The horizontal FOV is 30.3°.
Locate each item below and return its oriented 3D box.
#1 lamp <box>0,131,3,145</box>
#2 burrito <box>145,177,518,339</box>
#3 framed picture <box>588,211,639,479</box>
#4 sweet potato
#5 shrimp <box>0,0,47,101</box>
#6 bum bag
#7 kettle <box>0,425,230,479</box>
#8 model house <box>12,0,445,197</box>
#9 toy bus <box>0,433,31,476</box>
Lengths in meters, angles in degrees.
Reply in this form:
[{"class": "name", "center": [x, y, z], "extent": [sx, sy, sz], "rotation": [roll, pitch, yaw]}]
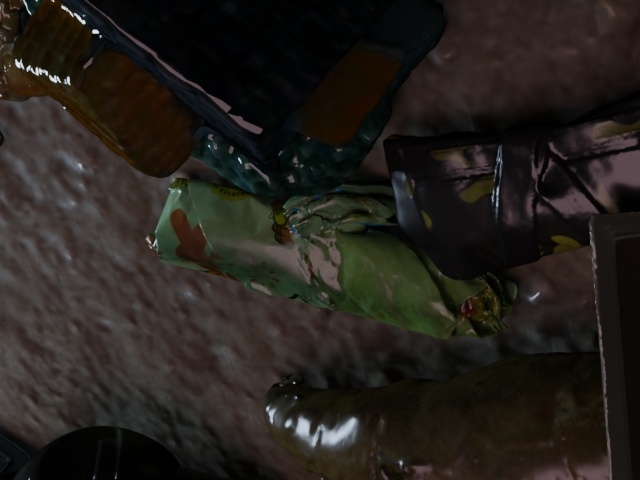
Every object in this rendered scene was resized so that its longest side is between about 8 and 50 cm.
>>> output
[{"class": "lamp", "center": [-0.311, -0.071, 0.982], "extent": [0.054, 0.041, 0.121], "rotation": [44, 135, -15]}, {"class": "burrito", "center": [0.000, 0.000, 0.840], "extent": [0.288, 0.054, 0.104], "rotation": [16, 125, 22]}, {"class": "framed picture", "center": [0.259, 0.099, 0.677], "extent": [0.197, 0.014, 0.252], "rotation": [-6, 97, 2]}, {"class": "sweet potato", "center": [0.118, 0.137, 0.811], "extent": [0.422, 0.130, 0.131], "rotation": [-5, 118, 32]}, {"class": "shrimp", "center": [-0.203, -0.150, 0.868], "extent": [0.180, 0.041, 0.099], "rotation": [6, 108, 28]}, {"class": "bum bag", "center": [0.148, -0.036, 0.721], "extent": [0.232, 0.060, 0.107], "rotation": [-8, 110, 33]}, {"class": "kettle", "center": [-0.167, 0.314, 1.064], "extent": [0.320, 0.228, 0.324], "rotation": [11, 126, -9]}, {"class": "model house", "center": [-0.087, -0.121, 0.667], "extent": [0.261, 0.241, 0.226], "rotation": [37, 120, 2]}, {"class": "toy bus", "center": [-0.389, 0.295, 1.140], "extent": [0.113, 0.246, 0.134], "rotation": [30, 142, 8]}]
